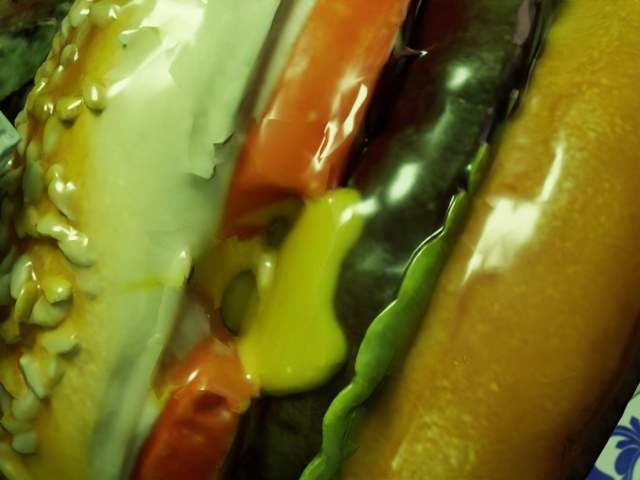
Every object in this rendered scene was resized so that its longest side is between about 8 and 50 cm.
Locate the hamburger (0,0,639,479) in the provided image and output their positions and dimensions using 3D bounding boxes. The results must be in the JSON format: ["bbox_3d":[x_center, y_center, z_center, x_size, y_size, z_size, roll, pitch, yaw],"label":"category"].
[{"bbox_3d":[0.000,0.000,0.813,0.250,0.330,0.330,27,-1,-1],"label":"hamburger"}]

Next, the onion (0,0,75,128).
[{"bbox_3d":[-0.159,-0.101,1.080,0.354,0.353,0.353,52,-1,1],"label":"onion"}]

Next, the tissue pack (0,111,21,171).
[{"bbox_3d":[-0.244,-0.061,0.689,0.229,0.145,0.159,52,-34,-1],"label":"tissue pack"}]
